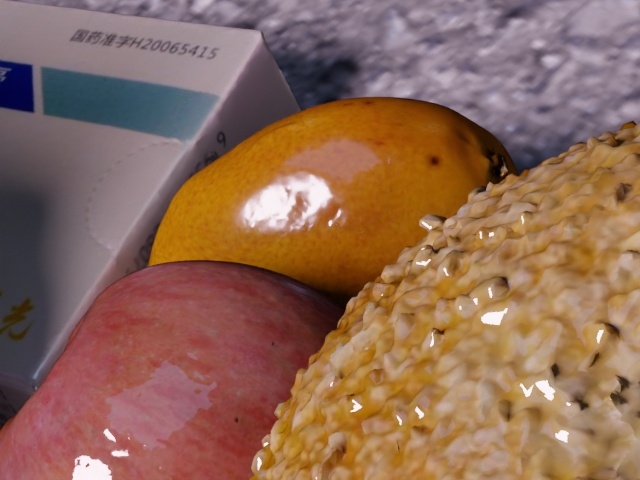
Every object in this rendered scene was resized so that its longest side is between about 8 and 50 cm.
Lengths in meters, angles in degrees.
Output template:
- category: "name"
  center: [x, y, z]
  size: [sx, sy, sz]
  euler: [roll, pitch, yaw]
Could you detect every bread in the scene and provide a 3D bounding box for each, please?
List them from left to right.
- category: "bread"
  center: [0.079, 0.066, 0.525]
  size: [0.192, 0.171, 0.314]
  euler: [26, 68, 35]

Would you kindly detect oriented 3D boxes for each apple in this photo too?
- category: "apple"
  center: [-0.048, 0.076, 0.657]
  size: [0.153, 0.120, 0.153]
  euler: [-54, 10, 14]

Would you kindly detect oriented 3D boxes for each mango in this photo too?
- category: "mango"
  center: [0.002, 0.002, 0.734]
  size: [0.159, 0.105, 0.084]
  euler: [-27, 43, 9]

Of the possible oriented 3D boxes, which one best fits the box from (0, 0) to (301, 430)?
- category: "box"
  center: [-0.197, -0.025, 0.885]
  size: [0.343, 0.065, 0.200]
  euler: [11, 56, 33]
